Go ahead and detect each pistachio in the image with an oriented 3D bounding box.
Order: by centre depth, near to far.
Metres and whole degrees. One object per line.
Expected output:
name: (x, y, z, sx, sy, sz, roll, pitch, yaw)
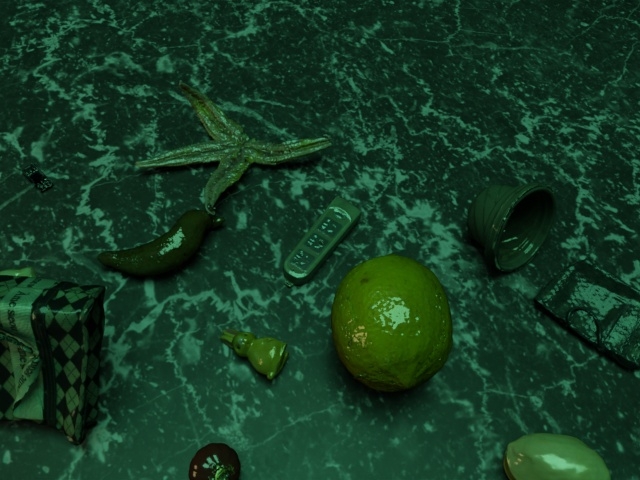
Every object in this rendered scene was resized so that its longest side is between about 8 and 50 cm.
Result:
pistachio: (0.461, 0.452, 1.202, 0.200, 0.117, 0.145, 12, 61, 5)

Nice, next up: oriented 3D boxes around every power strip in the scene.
power strip: (0.000, 0.002, 1.516, 0.080, 0.048, 0.286, 30, 60, 17)

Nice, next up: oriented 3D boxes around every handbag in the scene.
handbag: (-0.625, 0.227, 1.172, 0.415, 0.317, 0.180, 4, 18, -2)
handbag: (0.649, 0.164, 1.438, 0.270, 0.089, 0.175, 35, 68, 18)

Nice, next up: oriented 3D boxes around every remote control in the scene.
remote control: (-0.730, -0.161, 1.591, 0.096, 0.014, 0.039, 40, 62, 19)

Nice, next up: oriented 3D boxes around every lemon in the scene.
lemon: (0.148, 0.166, 1.290, 0.257, 0.258, 0.310, 1, 59, -4)

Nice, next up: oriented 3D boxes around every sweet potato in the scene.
sweet potato: (-0.356, 0.013, 1.453, 0.310, 0.098, 0.124, -29, 42, -20)

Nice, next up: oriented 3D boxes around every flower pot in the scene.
flower pot: (0.450, -0.049, 1.504, 0.235, 0.236, 0.140, -33, 40, -23)

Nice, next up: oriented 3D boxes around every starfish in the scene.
starfish: (-0.241, -0.249, 1.617, 0.398, 0.132, 0.384, 40, 59, 11)

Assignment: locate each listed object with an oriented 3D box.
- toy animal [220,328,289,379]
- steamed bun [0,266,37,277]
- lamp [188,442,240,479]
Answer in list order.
toy animal: (-0.153, 0.235, 1.337, 0.159, 0.070, 0.083, 23, 59, 17)
steamed bun: (-0.647, 0.155, 1.331, 0.177, 0.106, 0.192, 14, 65, 0)
lamp: (-0.202, 0.438, 1.180, 0.101, 0.090, 0.101, 0, 90, -29)
